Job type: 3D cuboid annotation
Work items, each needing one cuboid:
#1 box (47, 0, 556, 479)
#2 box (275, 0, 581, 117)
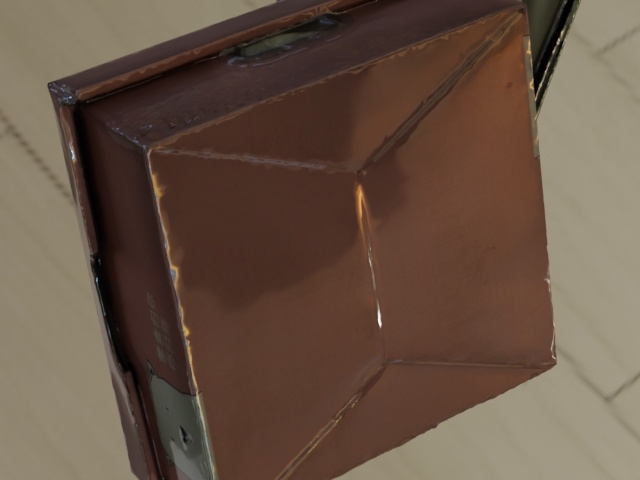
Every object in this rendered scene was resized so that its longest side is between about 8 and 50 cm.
[{"bbox_3d":[0.000,0.000,0.893,0.215,0.215,0.086,-22,30,-25],"label":"box"},{"bbox_3d":[0.062,-0.151,1.090,0.163,0.135,0.243,18,53,11],"label":"box"}]
